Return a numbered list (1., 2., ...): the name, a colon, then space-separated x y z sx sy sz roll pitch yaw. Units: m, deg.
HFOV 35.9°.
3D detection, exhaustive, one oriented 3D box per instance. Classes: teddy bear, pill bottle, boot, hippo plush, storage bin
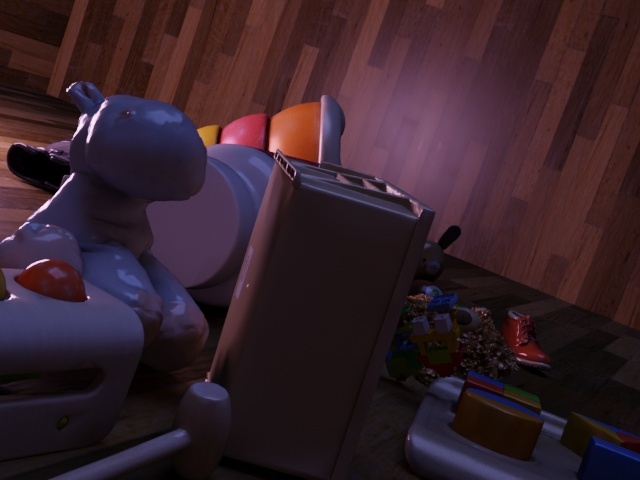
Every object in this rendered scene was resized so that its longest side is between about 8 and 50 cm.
1. teddy bear: 0.166 0.129 1.520 0.245 0.113 0.338 17 7 -4
2. pill bottle: -0.096 -0.019 1.436 0.229 0.229 0.407 23 7 23
3. boot: -0.406 -0.114 1.884 0.338 0.118 0.223 9 9 6
4. boot: 0.372 0.181 1.789 0.059 0.085 0.158 18 9 -26
5. hippo plush: -0.189 -0.019 0.997 0.234 0.237 0.294 32 -11 -23
6. storage bin: -0.016 0.061 0.941 0.123 0.262 0.260 16 8 -9

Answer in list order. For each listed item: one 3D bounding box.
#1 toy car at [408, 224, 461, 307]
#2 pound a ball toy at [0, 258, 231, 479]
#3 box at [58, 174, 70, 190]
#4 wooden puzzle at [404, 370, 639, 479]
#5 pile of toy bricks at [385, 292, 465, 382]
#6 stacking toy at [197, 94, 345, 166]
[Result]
1. toy car: 0.197 0.053 1.849 0.155 0.188 0.149 16 8 -27
2. pound a ball toy: -0.219 0.087 0.702 0.208 0.136 0.319 24 9 30
3. box: -0.275 -0.023 1.474 0.094 0.113 0.275 23 7 26
4. wooden puzzle: 0.268 0.235 1.121 0.322 0.081 0.348 21 7 9
5. pile of toy bricks: 0.102 0.140 1.307 0.212 0.105 0.118 -9 18 29
6. stacking toy: -0.193 -0.142 2.064 0.479 0.351 0.350 4 8 -2
